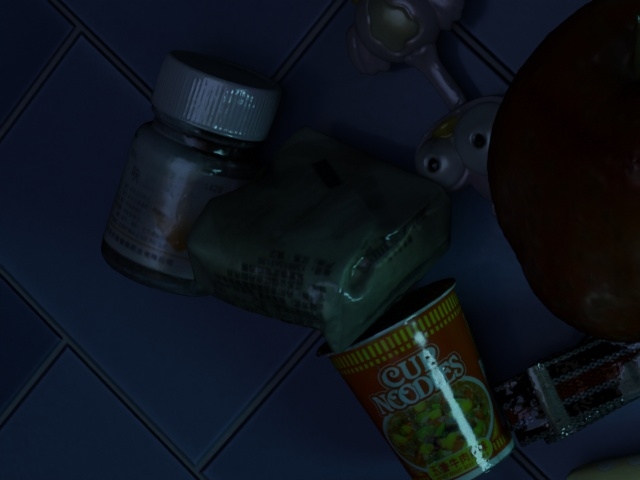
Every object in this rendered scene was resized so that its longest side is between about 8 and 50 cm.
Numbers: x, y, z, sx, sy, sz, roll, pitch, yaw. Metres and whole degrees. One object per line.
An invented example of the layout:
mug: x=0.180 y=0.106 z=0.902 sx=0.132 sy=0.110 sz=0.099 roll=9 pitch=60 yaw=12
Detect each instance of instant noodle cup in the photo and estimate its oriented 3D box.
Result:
instant noodle cup: x=0.125 y=0.180 z=1.943 sx=0.193 sy=0.193 sz=0.212 roll=-27 pitch=96 yaw=22

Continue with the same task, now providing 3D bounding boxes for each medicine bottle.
medicine bottle: x=-0.158 y=-0.082 z=2.009 sx=0.165 sy=0.165 sz=0.273 roll=23 pitch=106 yaw=17

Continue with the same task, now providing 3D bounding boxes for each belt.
belt: x=0.374 y=0.127 z=1.866 sx=0.359 sy=0.126 sz=0.094 roll=-28 pitch=78 yaw=16

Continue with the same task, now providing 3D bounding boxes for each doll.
doll: x=0.135 y=-0.188 z=1.922 sx=0.160 sy=0.094 sz=0.365 roll=-31 pitch=85 yaw=25

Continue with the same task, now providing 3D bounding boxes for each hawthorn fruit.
hawthorn fruit: x=0.353 y=-0.097 z=1.668 sx=0.402 sy=0.403 sz=0.403 roll=3 pitch=99 yaw=21

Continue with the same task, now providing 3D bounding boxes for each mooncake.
mooncake: x=0.001 y=0.004 z=1.909 sx=0.254 sy=0.250 sz=0.136 roll=25 pitch=142 yaw=28

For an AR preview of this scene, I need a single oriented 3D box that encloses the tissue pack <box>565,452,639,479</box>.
tissue pack: x=0.410 y=0.331 z=1.889 sx=0.222 sy=0.090 sz=0.186 roll=-13 pitch=91 yaw=22
